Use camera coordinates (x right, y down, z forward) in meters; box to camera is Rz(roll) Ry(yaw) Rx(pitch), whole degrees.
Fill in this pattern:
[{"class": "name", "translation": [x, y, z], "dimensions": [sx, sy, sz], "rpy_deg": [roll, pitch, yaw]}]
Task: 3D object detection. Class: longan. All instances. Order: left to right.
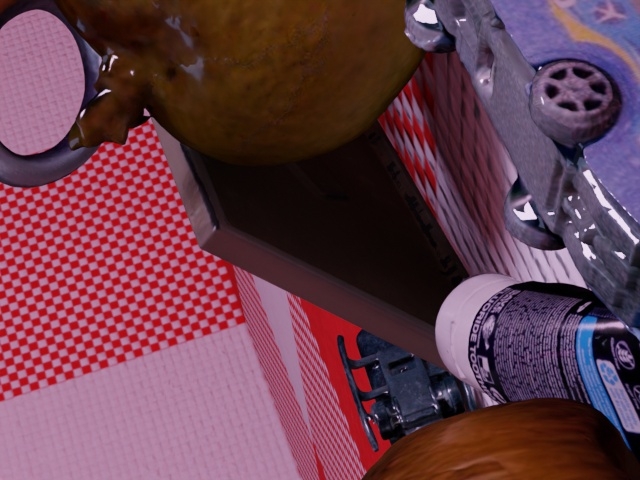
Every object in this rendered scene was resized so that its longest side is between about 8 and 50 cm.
[{"class": "longan", "translation": [-0.037, -0.100, 0.601], "dimensions": [0.155, 0.176, 0.145], "rpy_deg": [35, 158, 27]}]

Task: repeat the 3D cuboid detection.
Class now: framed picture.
[{"class": "framed picture", "translation": [-0.010, -0.038, 0.730], "dimensions": [0.184, 0.016, 0.250], "rpy_deg": [27, -157, -35]}]

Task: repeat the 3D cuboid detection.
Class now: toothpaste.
[{"class": "toothpaste", "translation": [0.089, 0.044, 0.508], "dimensions": [0.071, 0.045, 0.193], "rpy_deg": [65, 169, -9]}]

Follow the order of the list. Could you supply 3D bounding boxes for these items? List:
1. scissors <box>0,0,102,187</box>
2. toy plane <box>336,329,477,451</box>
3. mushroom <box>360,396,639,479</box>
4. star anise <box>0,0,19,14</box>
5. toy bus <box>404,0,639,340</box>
[{"class": "scissors", "translation": [-0.094, -0.216, 0.823], "dimensions": [0.029, 0.256, 0.383], "rpy_deg": [-8, 88, 48]}, {"class": "toy plane", "translation": [0.062, 0.116, 0.842], "dimensions": [0.096, 0.060, 0.235], "rpy_deg": [68, -178, -49]}, {"class": "mushroom", "translation": [0.083, 0.155, 0.399], "dimensions": [0.253, 0.153, 0.253], "rpy_deg": [62, 176, 8]}, {"class": "star anise", "translation": [-0.089, -0.197, 0.692], "dimensions": [0.111, 0.212, 0.196], "rpy_deg": [29, 138, 43]}, {"class": "toy bus", "translation": [0.061, -0.049, 0.386], "dimensions": [0.051, 0.061, 0.153], "rpy_deg": [85, 165, -56]}]
